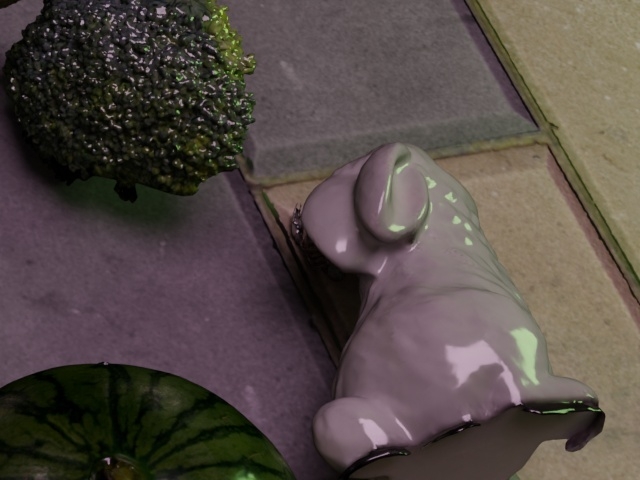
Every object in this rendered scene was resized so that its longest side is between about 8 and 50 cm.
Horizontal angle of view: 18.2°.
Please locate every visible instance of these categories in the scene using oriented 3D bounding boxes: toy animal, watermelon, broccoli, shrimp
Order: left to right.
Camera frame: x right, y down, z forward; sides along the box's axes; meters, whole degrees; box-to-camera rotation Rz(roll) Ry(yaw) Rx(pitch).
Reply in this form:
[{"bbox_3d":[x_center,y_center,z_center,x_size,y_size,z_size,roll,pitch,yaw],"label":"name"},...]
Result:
[{"bbox_3d":[-0.167,-0.133,1.720,0.176,0.226,0.198,26,70,-27],"label":"broccoli"},{"bbox_3d":[-0.134,0.208,1.459,0.330,0.189,0.331,13,54,-19],"label":"watermelon"},{"bbox_3d":[-0.004,-0.001,1.776,0.038,0.029,0.092,-4,50,-16],"label":"shrimp"},{"bbox_3d":[0.080,0.056,1.661,0.258,0.194,0.357,18,39,-40],"label":"toy animal"}]

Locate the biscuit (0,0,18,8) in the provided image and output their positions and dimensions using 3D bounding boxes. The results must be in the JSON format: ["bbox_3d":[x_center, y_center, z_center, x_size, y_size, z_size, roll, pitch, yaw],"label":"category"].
[{"bbox_3d":[-0.323,-0.192,1.702,0.144,0.203,0.016,-21,94,-57],"label":"biscuit"}]
